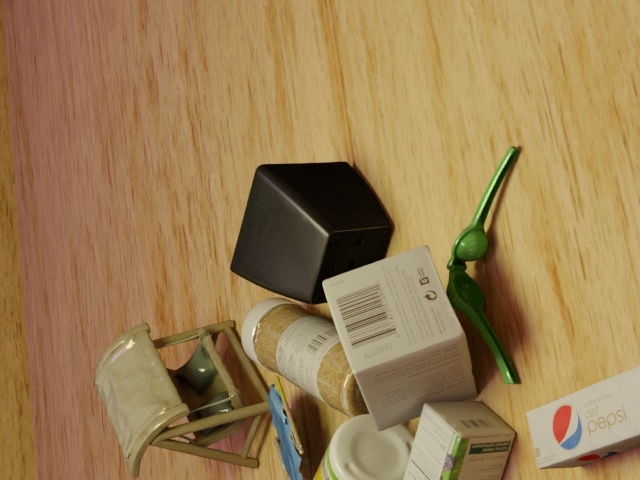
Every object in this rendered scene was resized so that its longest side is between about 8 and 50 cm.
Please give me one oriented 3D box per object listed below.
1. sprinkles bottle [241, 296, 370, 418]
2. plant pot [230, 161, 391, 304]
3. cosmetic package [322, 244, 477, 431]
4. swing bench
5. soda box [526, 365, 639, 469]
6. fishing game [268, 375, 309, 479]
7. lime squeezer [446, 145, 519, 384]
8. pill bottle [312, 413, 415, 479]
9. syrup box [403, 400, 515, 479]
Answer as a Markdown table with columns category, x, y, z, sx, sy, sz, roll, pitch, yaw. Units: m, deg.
| category | x | y | z | sx | sy | sz | roll | pitch | yaw |
| --- | --- | --- | --- | --- | --- | --- | --- | --- | --- |
| sprinkles bottle | 0.001 | 0.184 | 2.001 | 0.355 | 0.121 | 0.121 | 21 | 107 | 59 |
| plant pot | 0.000 | 0.000 | 1.976 | 0.167 | 0.188 | 0.187 | 38 | 122 | 40 |
| cosmetic package | 0.108 | 0.132 | 1.710 | 0.184 | 0.151 | 0.151 | 69 | -179 | -57 |
| swing bench | -0.249 | 0.278 | 2.307 | 0.253 | 0.254 | 0.165 | 54 | 133 | 48 |
| soda box | 0.330 | 0.204 | 1.467 | 0.216 | 0.069 | 0.074 | -38 | 56 | 55 |
| fishing game | -0.049 | 0.323 | 2.110 | 0.264 | 0.041 | 0.189 | 92 | 161 | -56 |
| lime squeezer | 0.211 | 0.032 | 1.703 | 0.110 | 0.059 | 0.310 | -4 | 84 | 61 |
| pill bottle | 0.053 | 0.372 | 1.866 | 0.246 | 0.136 | 0.136 | 110 | 148 | -48 |
| syrup box | 0.170 | 0.339 | 1.718 | 0.096 | 0.093 | 0.237 | 41 | 123 | 54 |
